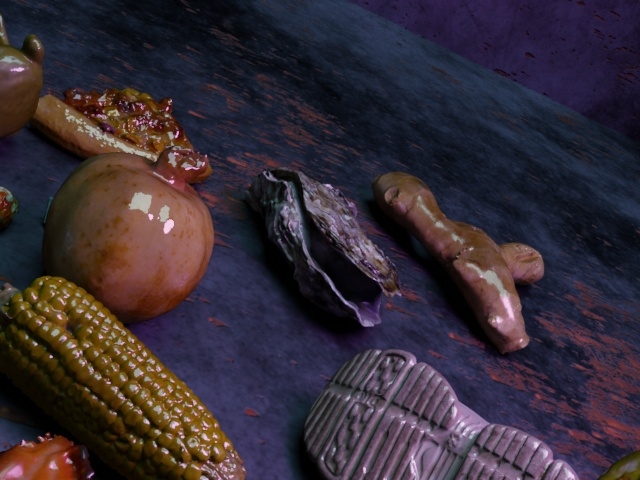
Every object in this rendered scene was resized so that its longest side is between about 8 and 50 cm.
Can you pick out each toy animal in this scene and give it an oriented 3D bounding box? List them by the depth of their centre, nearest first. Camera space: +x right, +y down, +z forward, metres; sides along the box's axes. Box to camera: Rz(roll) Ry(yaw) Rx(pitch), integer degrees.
[{"bbox_3d":[-0.527,-0.214,1.103,0.363,0.180,0.181,-4,36,-49],"label":"toy animal"}]

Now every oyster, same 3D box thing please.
[{"bbox_3d":[-0.004,-0.004,1.325,0.351,0.158,0.162,42,-14,37],"label":"oyster"}]

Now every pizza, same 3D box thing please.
[{"bbox_3d":[-0.298,-0.185,1.385,0.289,0.081,0.229,19,29,-16],"label":"pizza"}]

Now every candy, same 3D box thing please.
[{"bbox_3d":[-0.392,-0.002,1.032,0.185,0.049,0.055,-95,165,-51],"label":"candy"}]

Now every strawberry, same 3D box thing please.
[{"bbox_3d":[-0.243,0.247,0.707,0.140,0.085,0.192,-1,34,-32],"label":"strawberry"}]

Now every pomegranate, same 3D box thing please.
[{"bbox_3d":[-0.227,-0.004,1.033,0.207,0.207,0.207,23,28,-13],"label":"pomegranate"}]

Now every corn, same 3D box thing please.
[{"bbox_3d":[-0.210,0.150,0.873,0.322,0.119,0.119,42,29,13],"label":"corn"}]

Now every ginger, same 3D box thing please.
[{"bbox_3d":[0.241,0.014,1.530,0.363,0.122,0.348,38,18,-5],"label":"ginger"}]

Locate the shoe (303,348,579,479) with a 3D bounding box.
[{"bbox_3d":[0.137,0.270,0.973,0.351,0.172,0.198,30,-16,43],"label":"shoe"}]

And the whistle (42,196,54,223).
[{"bbox_3d":[-0.274,-0.021,1.180,0.186,0.039,0.039,13,32,-30],"label":"whistle"}]

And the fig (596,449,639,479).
[{"bbox_3d":[0.428,0.381,0.974,0.314,0.233,0.233,39,28,23],"label":"fig"}]
